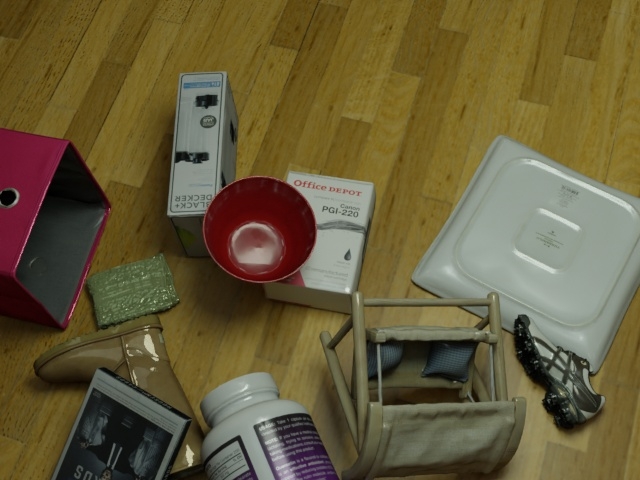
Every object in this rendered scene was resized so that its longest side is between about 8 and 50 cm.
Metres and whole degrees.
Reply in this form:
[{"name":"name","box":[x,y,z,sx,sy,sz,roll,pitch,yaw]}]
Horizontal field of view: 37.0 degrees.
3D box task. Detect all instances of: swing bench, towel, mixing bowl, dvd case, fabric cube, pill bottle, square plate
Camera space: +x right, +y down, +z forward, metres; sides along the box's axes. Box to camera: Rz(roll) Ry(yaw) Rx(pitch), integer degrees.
[{"name":"swing bench","box":[0.157,0.224,1.454,0.253,0.165,0.255,1,61,-21]},{"name":"towel","box":[-0.328,0.089,1.670,0.148,0.027,0.110,-18,65,-6]},{"name":"mixing bowl","box":[-0.100,-0.003,1.550,0.181,0.098,0.181,3,69,-7]},{"name":"dvd case","box":[-0.317,0.342,1.480,0.179,0.029,0.239,25,95,21]},{"name":"fabric cube","box":[-0.543,-0.029,1.613,0.258,0.259,0.254,12,67,10]},{"name":"pill bottle","box":[-0.066,0.368,1.431,0.181,0.181,0.323,-23,65,-7]},{"name":"square plate","box":[0.387,0.005,1.649,0.347,0.049,0.344,28,70,16]}]

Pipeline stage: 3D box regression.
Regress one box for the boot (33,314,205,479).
[{"name":"boot","box":[-0.326,0.276,1.547,0.236,0.089,0.269,-21,68,0]}]

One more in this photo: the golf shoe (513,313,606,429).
[{"name":"golf shoe","box":[0.384,0.201,1.545,0.094,0.077,0.198,-23,75,-11]}]

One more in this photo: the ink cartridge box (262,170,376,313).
[{"name":"ink cartridge box","box":[0.000,0.000,1.655,0.158,0.092,0.218,9,64,8]}]

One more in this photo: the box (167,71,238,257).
[{"name":"box","box":[-0.203,-0.133,1.691,0.087,0.169,0.290,-2,65,3]}]
